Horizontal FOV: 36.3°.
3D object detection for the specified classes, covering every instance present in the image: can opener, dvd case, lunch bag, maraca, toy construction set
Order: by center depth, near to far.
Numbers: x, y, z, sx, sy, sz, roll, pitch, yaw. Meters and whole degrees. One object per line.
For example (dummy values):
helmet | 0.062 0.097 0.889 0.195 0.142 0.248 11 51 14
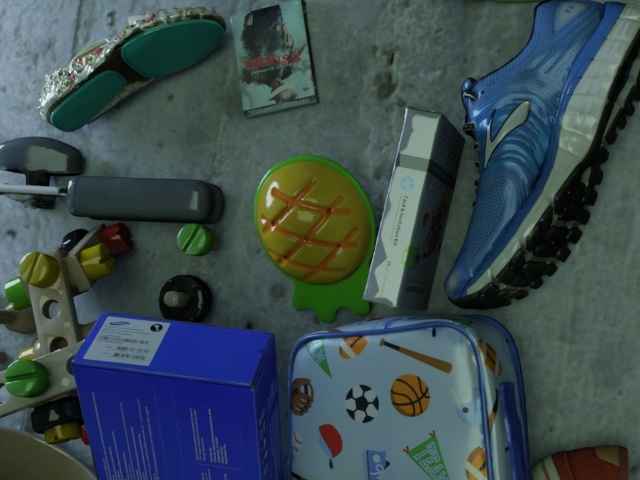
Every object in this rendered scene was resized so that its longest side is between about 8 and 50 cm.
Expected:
lunch bag | 0.092 0.224 0.938 0.243 0.115 0.303 -8 85 30
maraca | 0.000 0.000 1.016 0.127 0.099 0.185 -12 108 20
toy construction set | -0.298 0.092 1.018 0.309 0.237 0.257 6 88 17
dvd case | -0.052 -0.202 1.086 0.087 0.013 0.119 -9 84 15
can opener | -0.249 -0.071 1.101 0.284 0.076 0.095 2 87 15

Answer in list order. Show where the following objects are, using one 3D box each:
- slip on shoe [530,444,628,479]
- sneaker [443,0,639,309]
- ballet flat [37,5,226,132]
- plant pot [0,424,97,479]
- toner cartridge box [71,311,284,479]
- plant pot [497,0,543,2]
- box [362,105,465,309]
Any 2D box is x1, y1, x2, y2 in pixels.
slip on shoe | 0.307 0.341 0.892 0.101 0.123 0.331 -26 74 9
sneaker | 0.200 -0.086 0.963 0.147 0.130 0.330 26 90 31
ballet flat | -0.221 -0.211 1.103 0.241 0.091 0.077 -27 57 9
plant pot | -0.385 0.381 1.038 0.256 0.256 0.274 33 111 16
toner cartridge box | -0.121 0.232 0.933 0.165 0.075 0.347 7 126 11
plant pot | 0.199 -0.405 0.920 0.276 0.276 0.253 -2 73 16
box | 0.095 -0.026 0.961 0.038 0.145 0.186 14 89 18
